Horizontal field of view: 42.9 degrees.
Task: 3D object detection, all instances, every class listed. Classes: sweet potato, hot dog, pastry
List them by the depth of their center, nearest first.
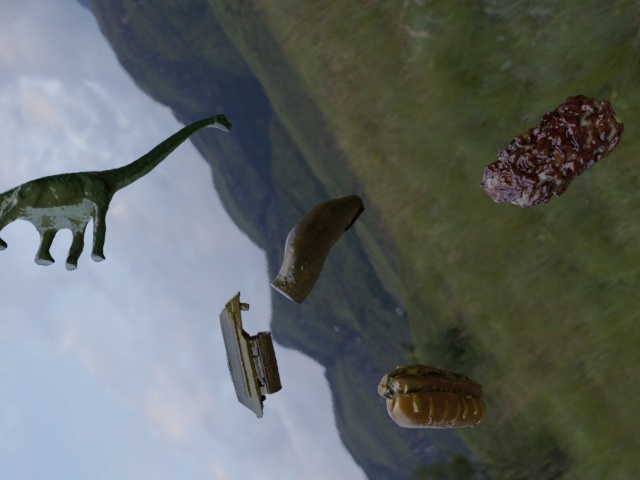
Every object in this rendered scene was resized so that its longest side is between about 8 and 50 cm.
[{"bbox_3d":[0.328,-0.122,1.148,0.097,0.208,0.115,46,168,43],"label":"pastry"},{"bbox_3d":[0.199,0.268,1.409,0.269,0.072,0.115,10,-145,-48],"label":"hot dog"},{"bbox_3d":[-0.006,-0.001,1.528,0.286,0.085,0.112,-55,-36,-40],"label":"sweet potato"}]

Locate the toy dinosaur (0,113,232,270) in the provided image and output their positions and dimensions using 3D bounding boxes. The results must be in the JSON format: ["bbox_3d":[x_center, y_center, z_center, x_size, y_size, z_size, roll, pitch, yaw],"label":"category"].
[{"bbox_3d":[-0.373,-0.108,1.236,0.087,0.447,0.301,123,156,-67],"label":"toy dinosaur"}]

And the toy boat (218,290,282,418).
[{"bbox_3d":[-0.124,0.202,1.451,0.068,0.088,0.226,-129,28,-83],"label":"toy boat"}]
